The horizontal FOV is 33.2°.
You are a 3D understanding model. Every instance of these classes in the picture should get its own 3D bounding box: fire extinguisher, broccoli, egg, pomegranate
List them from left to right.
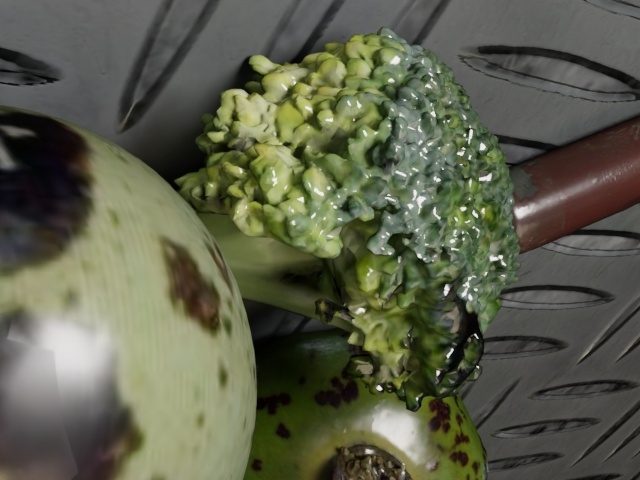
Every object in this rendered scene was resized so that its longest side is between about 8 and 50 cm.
[{"bbox_3d":[-0.183,0.091,0.559,0.287,0.288,0.379,-16,158,-22],"label":"egg"},{"bbox_3d":[0.000,0.000,0.674,0.243,0.247,0.263,-6,-166,18],"label":"broccoli"},{"bbox_3d":[0.019,0.189,0.889,0.254,0.254,0.270,-22,179,-14],"label":"pomegranate"},{"bbox_3d":[0.206,-0.043,0.902,0.267,0.072,0.089,-22,-178,-14],"label":"fire extinguisher"}]
